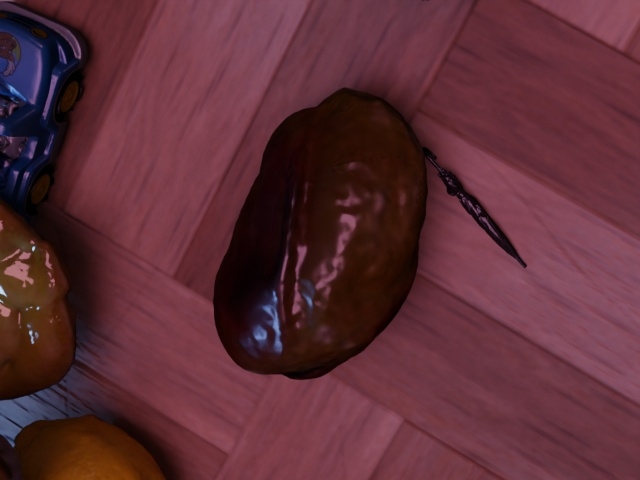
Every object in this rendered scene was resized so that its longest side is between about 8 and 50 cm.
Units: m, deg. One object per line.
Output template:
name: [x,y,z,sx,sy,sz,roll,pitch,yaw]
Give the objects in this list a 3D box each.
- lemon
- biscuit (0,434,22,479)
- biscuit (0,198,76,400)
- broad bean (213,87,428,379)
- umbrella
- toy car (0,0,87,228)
lemon: [-0.193,0.207,0.982,0.155,0.114,0.114,39,109,8]
biscuit: [-0.273,0.301,0.997,0.283,0.064,0.432,16,128,43]
biscuit: [-0.311,0.053,0.963,0.260,0.041,0.203,-16,113,24]
broad bean: [0.001,0.000,0.881,0.122,0.156,0.229,18,103,-33]
umbrella: [0.116,-0.025,0.899,0.013,0.022,0.122,-42,100,-6]
toy car: [-0.265,-0.089,0.942,0.097,0.100,0.191,24,106,9]
